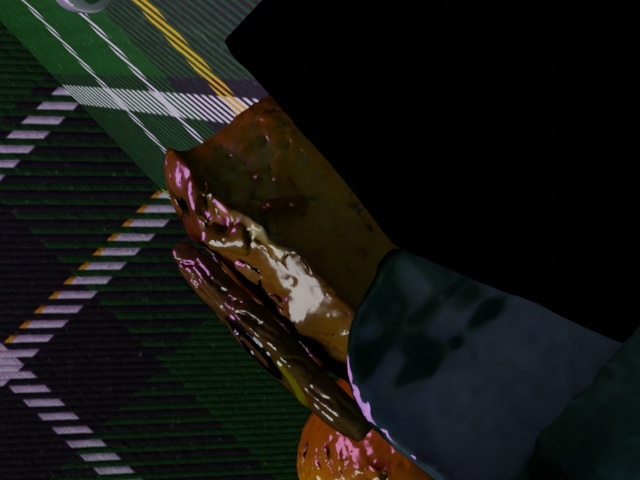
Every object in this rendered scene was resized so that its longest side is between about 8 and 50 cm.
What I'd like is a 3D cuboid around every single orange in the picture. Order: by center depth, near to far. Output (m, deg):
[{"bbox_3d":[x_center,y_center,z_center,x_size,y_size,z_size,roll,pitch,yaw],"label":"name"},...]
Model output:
[{"bbox_3d":[0.144,0.298,2.136,0.340,0.293,0.341,37,155,21],"label":"orange"}]

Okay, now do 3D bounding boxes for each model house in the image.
[{"bbox_3d":[0.221,0.152,1.349,0.329,0.252,0.295,43,173,-33],"label":"model house"}]

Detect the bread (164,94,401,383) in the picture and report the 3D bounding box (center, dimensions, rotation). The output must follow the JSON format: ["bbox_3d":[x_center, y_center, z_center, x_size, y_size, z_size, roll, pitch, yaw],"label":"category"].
[{"bbox_3d":[-0.001,-0.001,1.728,0.337,0.204,0.358,35,171,36],"label":"bread"}]

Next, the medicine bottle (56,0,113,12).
[{"bbox_3d":[-0.261,-0.327,1.659,0.183,0.119,0.069,50,170,-19],"label":"medicine bottle"}]

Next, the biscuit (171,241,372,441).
[{"bbox_3d":[-0.058,0.106,1.699,0.290,0.041,0.208,42,172,21],"label":"biscuit"}]

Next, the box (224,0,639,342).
[{"bbox_3d":[0.098,-0.089,1.076,0.225,0.143,0.341,49,171,-23],"label":"box"}]
